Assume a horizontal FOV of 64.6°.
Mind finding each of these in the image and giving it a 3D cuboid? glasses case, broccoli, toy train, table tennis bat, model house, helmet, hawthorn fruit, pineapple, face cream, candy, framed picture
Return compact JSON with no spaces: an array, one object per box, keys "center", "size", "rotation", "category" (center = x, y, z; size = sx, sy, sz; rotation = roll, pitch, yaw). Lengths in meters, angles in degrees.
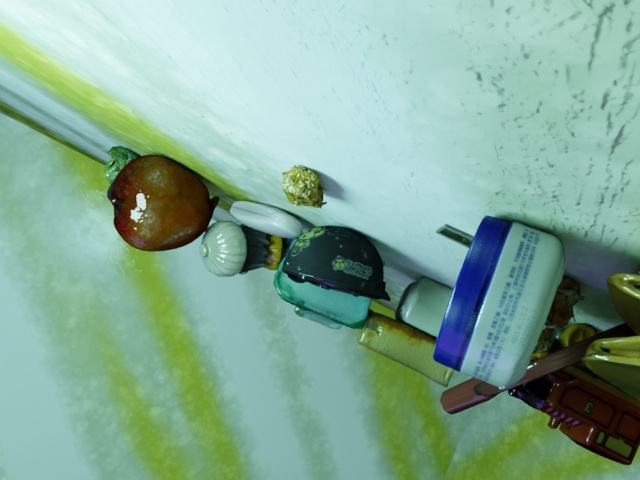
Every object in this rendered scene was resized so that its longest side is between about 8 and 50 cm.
[{"center":[-0.162,-0.063,1.482],"size":[0.113,0.075,0.297],"rotation":[27,174,-39],"category":"glasses case"},{"center":[-0.651,-0.244,1.699],"size":[0.146,0.138,0.162],"rotation":[27,138,68],"category":"broccoli"},{"center":[0.571,0.317,1.086],"size":[0.369,0.231,0.163],"rotation":[27,172,-1],"category":"toy train"},{"center":[0.375,0.234,0.915],"size":[0.268,0.051,0.415],"rotation":[-4,153,-40],"category":"table tennis bat"},{"center":[0.007,0.146,1.463],"size":[0.281,0.229,0.248],"rotation":[24,151,1],"category":"model house"},{"center":[0.052,0.049,1.234],"size":[0.279,0.160,0.230],"rotation":[14,173,-18],"category":"helmet"},{"center":[-0.477,-0.098,1.504],"size":[0.295,0.295,0.311],"rotation":[18,166,47],"category":"hawthorn fruit"},{"center":[0.301,0.103,0.844],"size":[0.236,0.186,0.114],"rotation":[-35,128,30],"category":"pineapple"},{"center":[0.229,0.079,0.648],"size":[0.111,0.205,0.206],"rotation":[22,172,20],"category":"face cream"},{"center":[0.399,0.241,1.452],"size":[0.359,0.145,0.208],"rotation":[26,172,8],"category":"candy"},{"center":[0.238,-0.001,0.837],"size":[0.089,0.006,0.066],"rotation":[26,173,2],"category":"framed picture"}]

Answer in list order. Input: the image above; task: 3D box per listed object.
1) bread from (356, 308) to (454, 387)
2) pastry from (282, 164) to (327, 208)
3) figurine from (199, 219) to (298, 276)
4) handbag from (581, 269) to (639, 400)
[{"center":[0.243,0.299,1.436],"size":[0.275,0.114,0.185],"rotation":[28,175,4],"category":"bread"},{"center":[-0.032,-0.092,0.920],"size":[0.080,0.056,0.140],"rotation":[12,168,12],"category":"pastry"},{"center":[-0.217,0.021,1.624],"size":[0.333,0.185,0.204],"rotation":[-2,176,-11],"category":"figurine"},{"center":[0.518,0.160,0.592],"size":[0.283,0.133,0.401],"rotation":[10,164,48],"category":"handbag"}]
